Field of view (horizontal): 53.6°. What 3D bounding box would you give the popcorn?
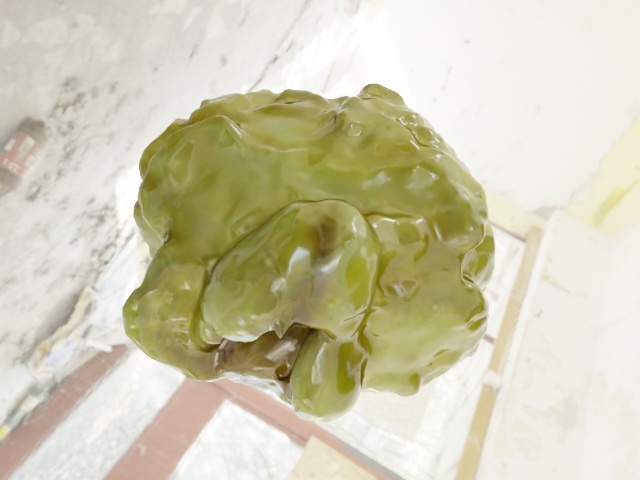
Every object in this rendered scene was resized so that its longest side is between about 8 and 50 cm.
[{"bbox_3d":[0.000,0.000,0.432,0.255,0.256,0.195,-52,174,-43],"label":"popcorn"}]
